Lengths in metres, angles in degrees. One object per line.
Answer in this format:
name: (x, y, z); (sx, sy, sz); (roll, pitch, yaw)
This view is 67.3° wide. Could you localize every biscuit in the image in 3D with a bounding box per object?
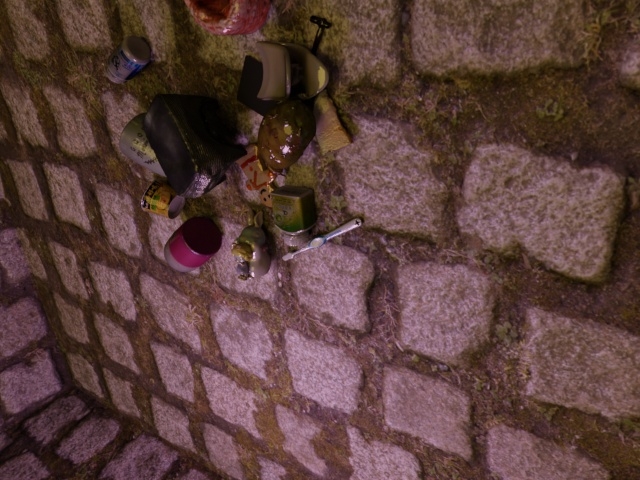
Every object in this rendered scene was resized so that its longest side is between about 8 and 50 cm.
biscuit: (-0.216, -0.226, 1.690); (0.153, 0.030, 0.234); (-17, 102, 42)

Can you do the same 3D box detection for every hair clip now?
hair clip: (-0.089, -0.488, 1.400); (0.282, 0.113, 0.172); (37, 131, 55)

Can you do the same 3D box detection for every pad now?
pad: (-0.153, -0.459, 1.533); (0.265, 0.009, 0.159); (35, 129, 14)

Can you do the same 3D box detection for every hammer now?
hammer: (-0.021, -0.550, 1.380); (0.065, 0.021, 0.178); (36, 132, 16)

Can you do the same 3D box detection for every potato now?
potato: (-0.115, -0.317, 1.462); (0.298, 0.141, 0.175); (-31, 61, 57)

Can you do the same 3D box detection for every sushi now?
sushi: (-0.156, -0.253, 1.618); (0.050, 0.047, 0.099); (-24, 86, -1)

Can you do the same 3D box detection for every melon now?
melon: (0.020, -0.352, 1.437); (0.098, 0.054, 0.182); (-25, 93, 37)

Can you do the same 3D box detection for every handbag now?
handbag: (-0.425, -0.330, 1.630); (0.247, 0.240, 0.340); (-35, 84, 46)

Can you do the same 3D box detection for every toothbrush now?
toothbrush: (-0.002, 0.002, 1.650); (0.386, 0.040, 0.040); (-26, 97, 41)

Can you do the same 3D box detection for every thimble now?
thimble: (-0.263, -0.712, 1.376); (0.239, 0.162, 0.239); (16, 123, 25)

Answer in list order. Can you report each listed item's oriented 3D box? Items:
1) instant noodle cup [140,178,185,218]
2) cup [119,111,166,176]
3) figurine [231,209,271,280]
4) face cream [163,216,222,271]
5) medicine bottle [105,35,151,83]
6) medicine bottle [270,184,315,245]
instant noodle cup: (-0.635, -0.161, 1.962); (0.122, 0.151, 0.151); (27, 128, 9)
cup: (-0.581, -0.373, 1.800); (0.234, 0.186, 0.258); (32, 102, 8)
figurine: (-0.262, 0.016, 1.777); (0.127, 0.155, 0.235); (16, 118, 45)
face cream: (-0.519, 0.019, 1.944); (0.195, 0.175, 0.175); (-33, 92, 43)
medicine bottle: (-0.712, -0.657, 1.764); (0.192, 0.107, 0.107); (-20, 101, 41)
medicine bottle: (-0.089, -0.083, 1.633); (0.132, 0.088, 0.188); (11, 119, 31)
